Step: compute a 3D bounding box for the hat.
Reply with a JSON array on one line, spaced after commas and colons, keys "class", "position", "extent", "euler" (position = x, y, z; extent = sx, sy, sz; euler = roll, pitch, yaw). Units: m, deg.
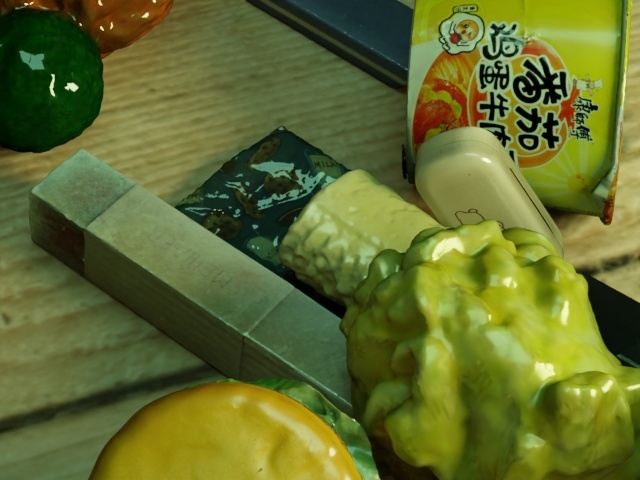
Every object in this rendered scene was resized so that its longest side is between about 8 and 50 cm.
[{"class": "hat", "position": [-0.229, -0.288, 1.847], "extent": [0.285, 0.285, 0.400], "euler": [3, 54, -6]}]

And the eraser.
[{"class": "eraser", "position": [0.032, -0.233, 1.978], "extent": [0.225, 0.036, 0.082], "euler": [32, 53, 18]}]

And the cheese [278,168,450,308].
[{"class": "cheese", "position": [0.060, 0.021, 1.698], "extent": [0.167, 0.094, 0.123], "euler": [34, 62, 20]}]

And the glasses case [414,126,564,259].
[{"class": "glasses case", "position": [0.155, -0.025, 1.728], "extent": [0.083, 0.196, 0.050], "euler": [-17, 44, 26]}]

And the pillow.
[{"class": "pillow", "position": [0.000, 0.002, 1.780], "extent": [0.255, 0.034, 0.189], "euler": [35, 52, 18]}]

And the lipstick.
[{"class": "lipstick", "position": [-0.098, 0.052, 1.698], "extent": [0.371, 0.080, 0.076], "euler": [34, 54, 18]}]

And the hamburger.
[{"class": "hamburger", "position": [-0.062, 0.226, 1.484], "extent": [0.246, 0.170, 0.246], "euler": [-1, 79, 7]}]

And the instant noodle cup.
[{"class": "instant noodle cup", "position": [0.187, -0.151, 1.803], "extent": [0.200, 0.264, 0.264], "euler": [5, 50, 7]}]

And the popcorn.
[{"class": "popcorn", "position": [0.128, 0.116, 1.531], "extent": [0.242, 0.235, 0.250], "euler": [-20, 68, -9]}]

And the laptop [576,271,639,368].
[{"class": "laptop", "position": [0.240, 0.100, 1.680], "extent": [0.154, 0.026, 0.207], "euler": [-26, 32, -23]}]
